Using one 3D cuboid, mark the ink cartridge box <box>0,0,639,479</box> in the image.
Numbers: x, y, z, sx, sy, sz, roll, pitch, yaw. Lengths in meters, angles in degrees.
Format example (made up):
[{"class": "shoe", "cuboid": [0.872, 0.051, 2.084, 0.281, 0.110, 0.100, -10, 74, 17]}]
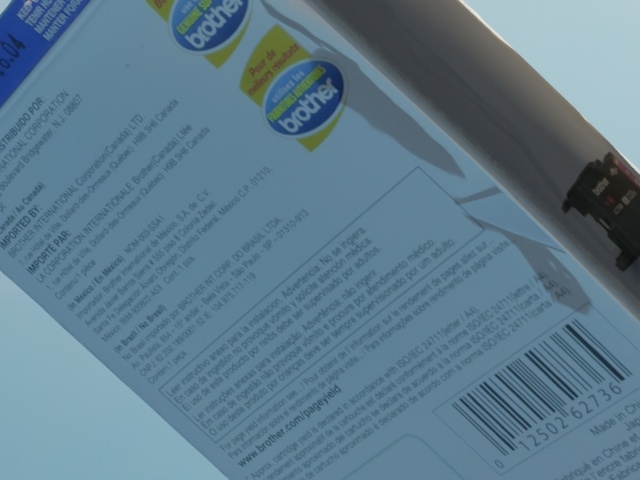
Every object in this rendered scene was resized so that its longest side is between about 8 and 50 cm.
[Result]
[{"class": "ink cartridge box", "cuboid": [0.000, 0.000, 0.627, 0.311, 0.186, 0.065, 42, -137, -8]}]
